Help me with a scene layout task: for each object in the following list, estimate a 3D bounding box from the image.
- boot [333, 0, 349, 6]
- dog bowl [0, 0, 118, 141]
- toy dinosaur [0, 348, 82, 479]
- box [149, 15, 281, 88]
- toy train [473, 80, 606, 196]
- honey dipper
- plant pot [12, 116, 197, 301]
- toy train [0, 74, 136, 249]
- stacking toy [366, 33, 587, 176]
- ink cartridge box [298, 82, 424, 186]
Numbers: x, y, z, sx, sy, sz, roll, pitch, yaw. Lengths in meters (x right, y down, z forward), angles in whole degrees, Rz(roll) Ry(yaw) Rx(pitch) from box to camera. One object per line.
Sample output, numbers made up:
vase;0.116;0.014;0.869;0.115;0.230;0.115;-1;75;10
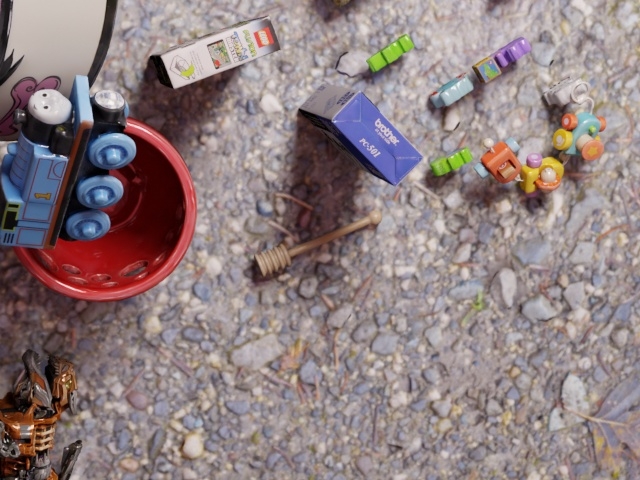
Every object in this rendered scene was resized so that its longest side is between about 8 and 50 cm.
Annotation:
boot;0.048;-0.411;1.201;0.204;0.095;0.261;-26;108;-5
dog bowl;-0.377;-0.272;0.979;0.150;0.408;0.407;-27;109;-50
toy dinosaur;-0.388;0.268;1.206;0.218;0.164;0.321;26;72;-30
box;-0.115;-0.196;1.142;0.114;0.207;0.036;-21;103;-7
toy train;0.268;-0.105;1.286;0.166;0.046;0.125;-37;137;4
honey dipper;0.000;0.000;1.292;0.161;0.030;0.030;-23;103;-8
plant pot;-0.232;-0.043;1.162;0.191;0.174;0.191;-2;99;-11
toy train;-0.235;-0.067;0.994;0.105;0.080;0.184;4;138;-25
stacking toy;0.186;-0.198;1.288;0.221;0.052;0.167;-32;102;-3
ink cartridge box;0.039;-0.119;1.187;0.046;0.207;0.097;-45;105;0
